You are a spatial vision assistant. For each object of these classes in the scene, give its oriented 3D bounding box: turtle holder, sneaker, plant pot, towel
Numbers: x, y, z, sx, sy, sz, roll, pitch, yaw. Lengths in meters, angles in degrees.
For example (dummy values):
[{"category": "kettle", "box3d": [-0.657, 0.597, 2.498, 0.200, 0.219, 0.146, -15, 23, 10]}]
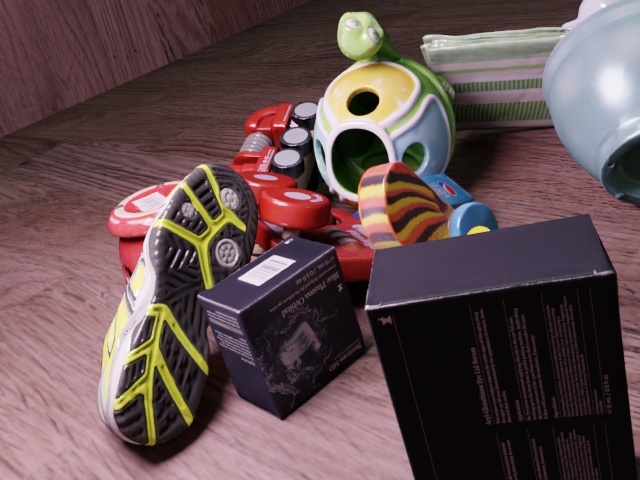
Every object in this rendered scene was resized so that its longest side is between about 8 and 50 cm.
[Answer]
[{"category": "turtle holder", "box3d": [0.108, -0.195, 1.244, 0.243, 0.320, 0.227, 26, 32, 9]}, {"category": "sneaker", "box3d": [-0.200, 0.066, 0.971, 0.147, 0.145, 0.384, -14, 49, 50]}, {"category": "plant pot", "box3d": [0.480, -0.175, 1.076, 0.293, 0.293, 0.196, -8, 54, 18]}, {"category": "plant pot", "box3d": [-0.240, 0.004, 1.234, 0.191, 0.174, 0.191, -12, 25, 6]}, {"category": "towel", "box3d": [0.330, -0.279, 1.339, 0.248, 0.325, 0.038, 2, 73, 21]}]

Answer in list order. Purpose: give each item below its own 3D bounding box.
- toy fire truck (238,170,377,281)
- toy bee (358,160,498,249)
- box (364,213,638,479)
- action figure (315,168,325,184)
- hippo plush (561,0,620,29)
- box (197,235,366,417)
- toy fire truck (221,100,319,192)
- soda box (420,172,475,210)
[{"category": "toy fire truck", "box3d": [0.000, 0.000, 1.145, 0.254, 0.169, 0.302, 2, 16, -24]}, {"category": "toy bee", "box3d": [0.166, 0.033, 0.920, 0.195, 0.298, 0.162, 136, 154, -70]}, {"category": "box", "box3d": [0.158, 0.126, 0.638, 0.184, 0.261, 0.103, -11, 26, 12]}, {"category": "action figure", "box3d": [-0.075, -0.095, 1.440, 0.232, 0.063, 0.137, -21, 32, 6]}, {"category": "hippo plush", "box3d": [0.539, -0.346, 1.214, 0.234, 0.236, 0.294, -39, 49, 22]}, {"category": "box", "box3d": [-0.043, 0.102, 0.927, 0.156, 0.158, 0.093, -34, 30, -31]}, {"category": "toy fire truck", "box3d": [-0.125, -0.140, 1.374, 0.246, 0.158, 0.217, 5, 46, 13]}, {"category": "soda box", "box3d": [0.154, -0.046, 1.099, 0.067, 0.071, 0.210, 42, 24, 17]}]
